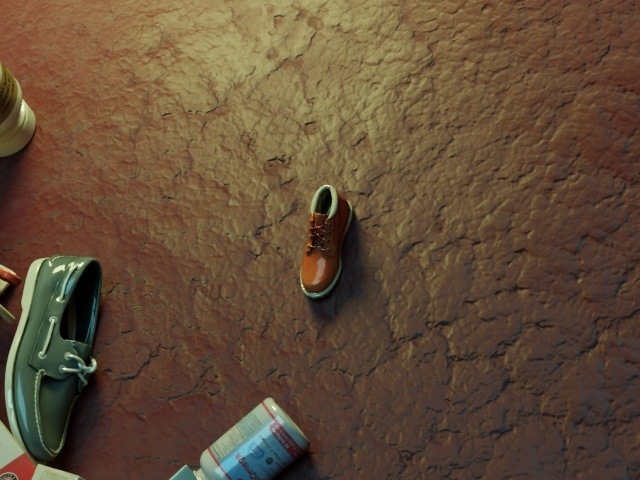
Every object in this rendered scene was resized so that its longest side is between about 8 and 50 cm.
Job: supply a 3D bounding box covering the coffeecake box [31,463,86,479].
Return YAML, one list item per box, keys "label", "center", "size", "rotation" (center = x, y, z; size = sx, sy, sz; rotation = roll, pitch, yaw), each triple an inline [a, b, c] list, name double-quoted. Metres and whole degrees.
- label: "coffeecake box"
  center: [-0.343, 0.403, 1.603]
  size: [0.068, 0.142, 0.185]
  rotation: [12, 69, 22]

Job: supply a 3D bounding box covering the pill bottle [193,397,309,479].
- label: "pill bottle"
  center: [-0.099, 0.287, 1.618]
  size: [0.160, 0.087, 0.087]
  rotation: [-41, 61, -4]

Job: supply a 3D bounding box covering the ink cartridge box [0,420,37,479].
- label: "ink cartridge box"
  center: [-0.524, 0.290, 1.634]
  size: [0.197, 0.114, 0.273]
  rotation: [-35, 83, -35]

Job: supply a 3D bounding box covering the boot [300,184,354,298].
- label: "boot"
  center: [0.000, 0.000, 1.729]
  size: [0.059, 0.084, 0.157]
  rotation: [7, 69, 18]

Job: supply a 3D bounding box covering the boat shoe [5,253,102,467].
- label: "boat shoe"
  center: [-0.367, 0.160, 1.745]
  size: [0.099, 0.116, 0.319]
  rotation: [-11, 57, 16]

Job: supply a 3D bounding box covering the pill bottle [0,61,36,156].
- label: "pill bottle"
  center: [-0.538, -0.227, 1.917]
  size: [0.131, 0.229, 0.131]
  rotation: [-7, 63, 14]

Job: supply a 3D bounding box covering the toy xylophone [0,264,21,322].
- label: "toy xylophone"
  center: [-0.540, 0.016, 1.755]
  size: [0.236, 0.322, 0.081]
  rotation: [23, 74, 17]

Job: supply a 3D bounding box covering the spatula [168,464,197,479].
- label: "spatula"
  center: [-0.205, 0.423, 1.570]
  size: [0.242, 0.168, 0.019]
  rotation: [-42, 19, -4]
